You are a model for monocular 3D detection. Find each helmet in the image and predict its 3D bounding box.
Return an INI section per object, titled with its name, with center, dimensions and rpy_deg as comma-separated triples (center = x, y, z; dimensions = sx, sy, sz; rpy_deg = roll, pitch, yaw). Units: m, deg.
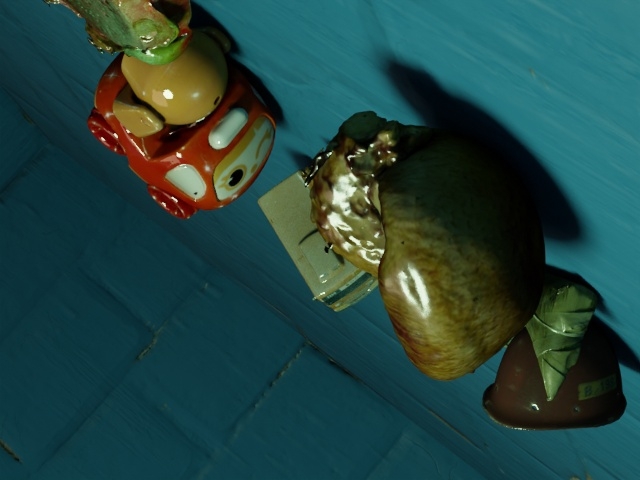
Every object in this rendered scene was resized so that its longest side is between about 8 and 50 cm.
[helmet]
center = 0.265, 0.142, 1.887
dimensions = 0.155, 0.175, 0.106
rpy_deg = 33, 132, 55

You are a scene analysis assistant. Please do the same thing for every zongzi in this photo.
[zongzi]
center = 0.237, 0.099, 1.840
dimensions = 0.062, 0.130, 0.154
rpy_deg = 13, -176, -26

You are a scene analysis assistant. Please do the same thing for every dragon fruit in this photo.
[dragon fruit]
center = -0.250, -0.322, 1.846
dimensions = 0.295, 0.130, 0.268
rpy_deg = 48, 169, -36

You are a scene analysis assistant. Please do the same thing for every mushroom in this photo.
[mushroom]
center = 0.113, -0.006, 1.631
dimensions = 0.283, 0.195, 0.263
rpy_deg = 49, -155, -22

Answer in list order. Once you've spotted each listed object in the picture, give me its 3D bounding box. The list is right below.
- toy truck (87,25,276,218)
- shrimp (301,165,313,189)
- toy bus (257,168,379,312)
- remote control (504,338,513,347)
[toy truck]
center = -0.159, -0.160, 2.094
dimensions = 0.265, 0.189, 0.239
rpy_deg = 44, 162, -20
[shrimp]
center = 0.041, -0.046, 2.175
dimensions = 0.150, 0.068, 0.249
rpy_deg = 42, 177, 32
[toy bus]
center = 0.000, 0.000, 2.259
dimensions = 0.182, 0.091, 0.103
rpy_deg = 58, -169, 18
[remote control]
center = 0.175, 0.070, 2.232
dimensions = 0.233, 0.038, 0.098
rpy_deg = 31, 166, 50
